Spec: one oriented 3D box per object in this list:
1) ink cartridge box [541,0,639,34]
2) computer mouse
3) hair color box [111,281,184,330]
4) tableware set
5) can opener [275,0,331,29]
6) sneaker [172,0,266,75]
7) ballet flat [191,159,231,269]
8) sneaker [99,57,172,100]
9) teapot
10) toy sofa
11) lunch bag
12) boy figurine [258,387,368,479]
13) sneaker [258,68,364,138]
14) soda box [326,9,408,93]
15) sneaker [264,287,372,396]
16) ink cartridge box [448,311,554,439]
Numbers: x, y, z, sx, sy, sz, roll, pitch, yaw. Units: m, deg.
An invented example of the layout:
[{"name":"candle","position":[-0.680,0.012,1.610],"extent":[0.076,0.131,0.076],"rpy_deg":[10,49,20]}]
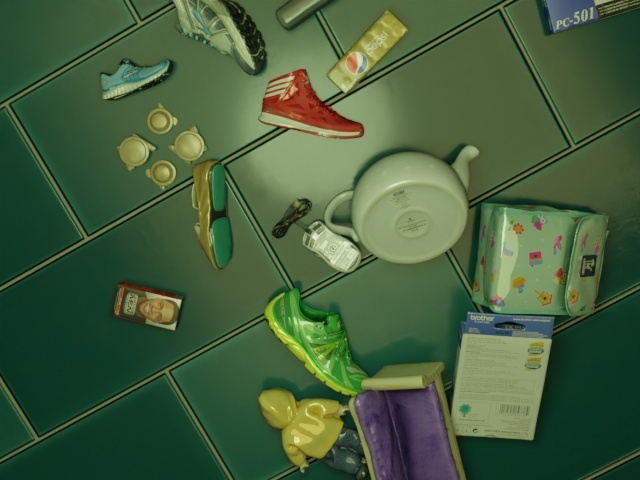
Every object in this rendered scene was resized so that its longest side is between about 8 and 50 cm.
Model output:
[{"name":"ink cartridge box","position":[0.556,-0.494,1.828],"extent":[0.207,0.046,0.097],"rpy_deg":[-17,97,4]},{"name":"computer mouse","position":[0.000,0.000,1.916],"extent":[0.193,0.042,0.106],"rpy_deg":[37,93,2]},{"name":"hair color box","position":[-0.371,0.140,1.943],"extent":[0.141,0.043,0.072],"rpy_deg":[13,97,-1]},{"name":"tableware set","position":[-0.335,-0.195,1.906],"extent":[0.141,0.020,0.168],"rpy_deg":[44,96,-7]},{"name":"can opener","position":[0.048,-0.502,1.824],"extent":[0.283,0.076,0.095],"rpy_deg":[-34,95,7]},{"name":"sneaker","position":[-0.222,-0.445,1.840],"extent":[0.122,0.110,0.283],"rpy_deg":[-34,94,24]},{"name":"ballet flat","position":[-0.234,-0.054,1.907],"extent":[0.073,0.080,0.232],"rpy_deg":[2,97,29]},{"name":"sneaker","position":[-0.385,-0.347,1.864],"extent":[0.162,0.063,0.073],"rpy_deg":[-19,94,4]},{"name":"teapot","position":[0.170,-0.087,1.833],"extent":[0.256,0.187,0.252],"rpy_deg":[14,126,-17]},{"name":"toy sofa","position":[0.199,0.447,1.879],"extent":[0.150,0.177,0.362],"rpy_deg":[-9,100,34]},{"name":"lunch bag","position":[0.462,0.040,1.854],"extent":[0.262,0.160,0.223],"rpy_deg":[5,95,-10]},{"name":"boy figurine","position":[-0.015,0.416,1.951],"extent":[0.285,0.092,0.177],"rpy_deg":[28,98,-2]},{"name":"sneaker","position":[-0.011,-0.283,1.853],"extent":[0.221,0.087,0.128],"rpy_deg":[10,100,-1]},{"name":"soda box","position":[0.095,-0.385,1.848],"extent":[0.061,0.058,0.181],"rpy_deg":[44,96,-4]},{"name":"sneaker","position":[0.014,0.219,1.912],"extent":[0.295,0.109,0.123],"rpy_deg":[43,97,-6]},{"name":"ink cartridge box","position":[0.374,0.276,1.894],"extent":[0.186,0.065,0.311],"rpy_deg":[3,118,1]}]
